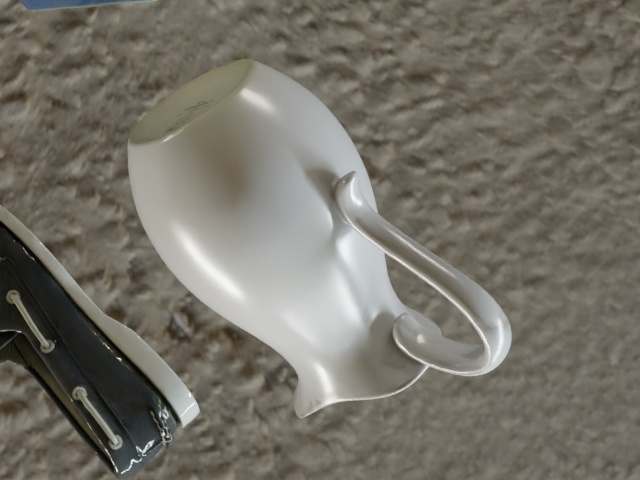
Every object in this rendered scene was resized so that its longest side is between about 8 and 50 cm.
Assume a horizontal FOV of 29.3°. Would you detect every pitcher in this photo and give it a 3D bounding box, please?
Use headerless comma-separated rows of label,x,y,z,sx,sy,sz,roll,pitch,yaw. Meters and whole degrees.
pitcher,0.000,0.000,0.686,0.178,0.125,0.207,-11,121,43

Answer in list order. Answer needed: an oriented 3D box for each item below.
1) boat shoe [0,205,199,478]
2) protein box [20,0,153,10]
boat shoe,-0.237,0.069,1.011,0.302,0.114,0.091,39,66,15
protein box,-0.148,-0.240,0.638,0.136,0.200,0.201,-51,119,-15
